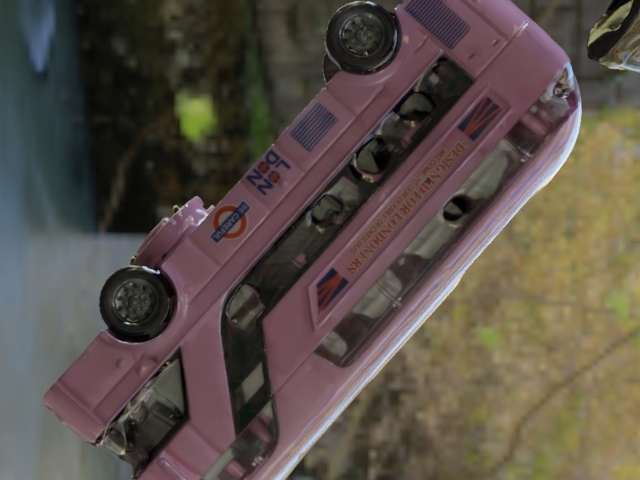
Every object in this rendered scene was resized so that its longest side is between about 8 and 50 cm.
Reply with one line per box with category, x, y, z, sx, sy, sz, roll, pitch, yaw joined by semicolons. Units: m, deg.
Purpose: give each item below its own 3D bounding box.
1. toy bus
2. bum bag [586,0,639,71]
toy bus;0.000;0.000;0.619;0.203;0.090;0.063;-48;177;-5
bum bag;0.109;-0.066;0.501;0.058;0.034;0.124;-58;160;20
